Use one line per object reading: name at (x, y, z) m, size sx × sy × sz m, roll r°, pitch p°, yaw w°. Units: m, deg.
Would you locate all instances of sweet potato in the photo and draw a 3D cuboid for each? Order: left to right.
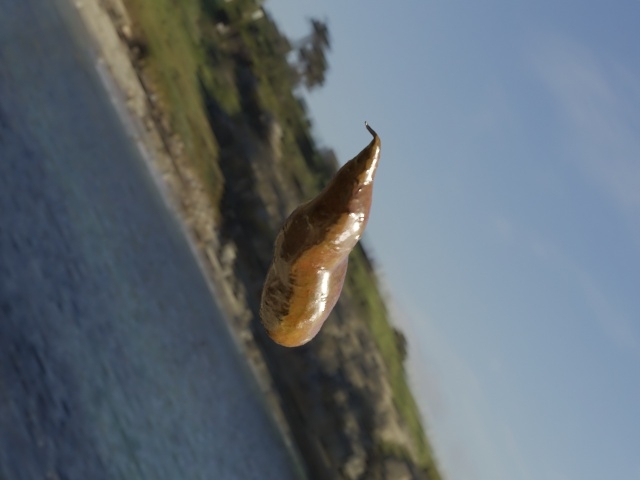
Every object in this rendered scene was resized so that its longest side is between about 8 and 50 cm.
sweet potato at (0.000, 0.000, 0.927) m, size 0.056 × 0.056 × 0.195 m, roll 64°, pitch -35°, yaw 34°
